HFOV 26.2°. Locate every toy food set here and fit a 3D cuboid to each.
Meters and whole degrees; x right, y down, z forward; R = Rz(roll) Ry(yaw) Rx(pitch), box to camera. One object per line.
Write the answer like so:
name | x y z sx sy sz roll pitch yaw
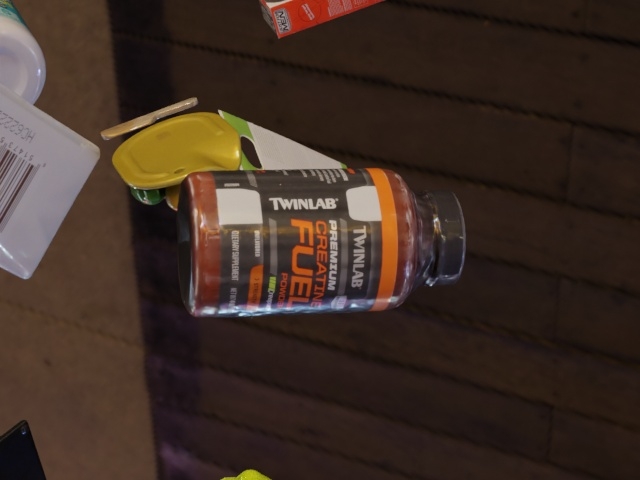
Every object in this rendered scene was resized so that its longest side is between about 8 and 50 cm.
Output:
toy food set | -0.149 -0.078 1.465 0.218 0.128 0.071 -132 20 -62

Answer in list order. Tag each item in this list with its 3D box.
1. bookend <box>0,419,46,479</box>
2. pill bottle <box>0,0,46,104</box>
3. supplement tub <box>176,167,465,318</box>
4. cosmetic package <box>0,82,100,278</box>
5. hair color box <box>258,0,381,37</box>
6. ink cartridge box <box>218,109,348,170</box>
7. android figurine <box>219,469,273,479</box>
bookend | -0.332 0.239 1.292 0.157 0.072 0.156 7 121 34
pill bottle | -0.467 -0.270 1.833 0.264 0.146 0.146 -130 24 -49
supplement tub | 0.000 0.000 0.981 0.198 0.106 0.106 -2 134 -12
cosmetic package | -0.473 -0.137 1.451 0.453 0.161 0.230 24 172 38
hair color box | 0.001 -0.296 1.654 0.141 0.072 0.043 -22 122 -7
ink cartridge box | -0.058 -0.072 2.092 0.255 0.189 0.097 22 120 -34
android figurine | -0.084 0.413 1.773 0.273 0.248 0.056 33 134 -30
